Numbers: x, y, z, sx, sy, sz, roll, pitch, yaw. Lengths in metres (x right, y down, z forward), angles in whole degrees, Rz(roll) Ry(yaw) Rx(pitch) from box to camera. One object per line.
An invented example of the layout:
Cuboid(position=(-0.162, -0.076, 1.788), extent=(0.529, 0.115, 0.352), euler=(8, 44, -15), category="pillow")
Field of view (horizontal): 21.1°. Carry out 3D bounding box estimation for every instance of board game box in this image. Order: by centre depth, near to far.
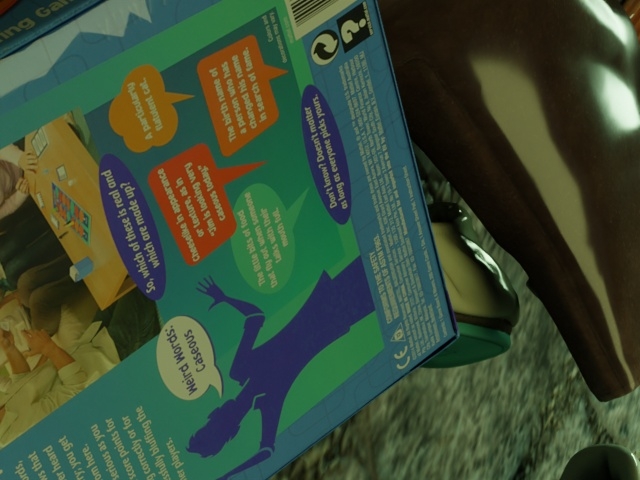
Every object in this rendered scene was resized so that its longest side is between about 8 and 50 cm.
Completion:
Cuboid(position=(-0.069, 0.015, 0.422), extent=(0.210, 0.047, 0.160), euler=(-35, 131, -23), category="board game box")

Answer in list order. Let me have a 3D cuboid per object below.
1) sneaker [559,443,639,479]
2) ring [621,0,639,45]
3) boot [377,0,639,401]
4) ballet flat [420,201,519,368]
Cuboid(position=(0.079, 0.218, 0.834), extent=(0.330, 0.122, 0.146), euler=(-41, 119, -46), category="sneaker")
Cuboid(position=(0.159, -0.209, 0.841), extent=(0.336, 0.032, 0.336), euler=(-38, 135, -50), category="ring")
Cuboid(position=(0.073, -0.039, 0.616), extent=(0.206, 0.090, 0.248), euler=(66, 27, -3), category="boot")
Cuboid(position=(0.000, 0.000, 0.613), extent=(0.248, 0.086, 0.086), euler=(16, 89, -64), category="ballet flat")
